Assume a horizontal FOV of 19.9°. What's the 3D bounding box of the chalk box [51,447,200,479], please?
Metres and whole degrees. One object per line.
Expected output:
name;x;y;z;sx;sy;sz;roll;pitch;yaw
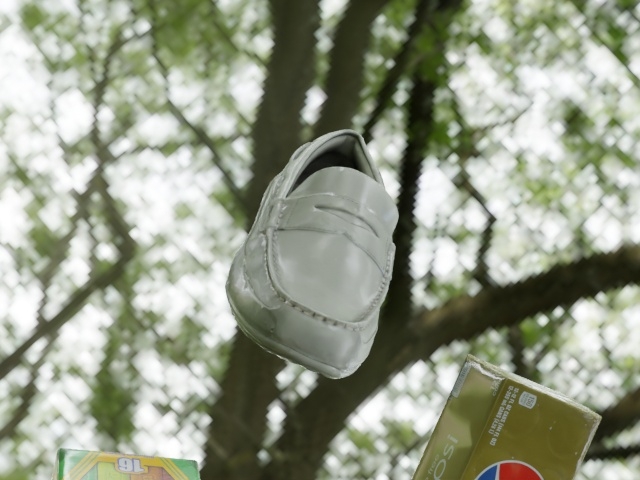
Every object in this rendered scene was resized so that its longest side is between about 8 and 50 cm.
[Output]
chalk box;-0.172;0.291;1.571;0.213;0.132;0.132;-110;-150;-64

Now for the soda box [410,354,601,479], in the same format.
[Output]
soda box;0.074;0.156;0.944;0.061;0.181;0.058;24;2;-19

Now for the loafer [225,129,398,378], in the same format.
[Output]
loafer;0.000;0.000;1.309;0.112;0.111;0.319;24;18;-11
